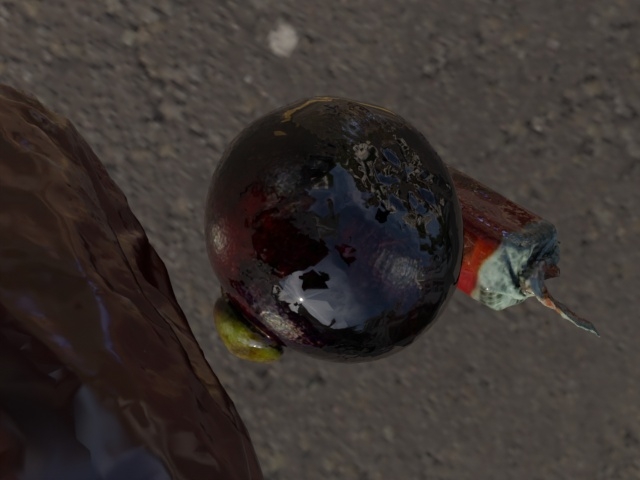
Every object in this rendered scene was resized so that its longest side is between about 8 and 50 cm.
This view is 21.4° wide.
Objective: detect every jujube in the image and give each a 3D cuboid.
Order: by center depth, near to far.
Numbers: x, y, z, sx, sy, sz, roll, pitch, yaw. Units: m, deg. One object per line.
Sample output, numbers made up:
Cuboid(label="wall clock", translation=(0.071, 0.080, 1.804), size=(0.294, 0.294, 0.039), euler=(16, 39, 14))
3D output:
Cuboid(label="jujube", translation=(-0.137, 0.061, 0.632), size=(0.223, 0.318, 0.223), euler=(-18, 129, -23))

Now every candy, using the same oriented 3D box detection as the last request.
Cuboid(label="candy", translation=(0.082, -0.019, 1.201), size=(0.086, 0.292, 0.059), euler=(-22, 141, -56))

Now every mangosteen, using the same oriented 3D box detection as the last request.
Cuboid(label="mangosteen", translation=(0.000, 0.000, 0.907), size=(0.152, 0.152, 0.152), euler=(-17, 121, -29))
